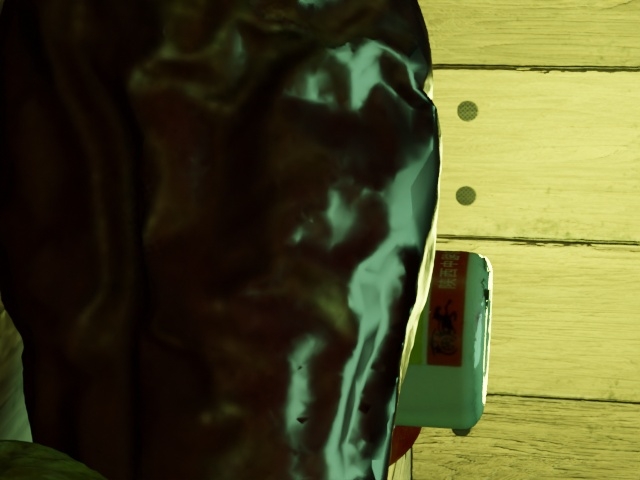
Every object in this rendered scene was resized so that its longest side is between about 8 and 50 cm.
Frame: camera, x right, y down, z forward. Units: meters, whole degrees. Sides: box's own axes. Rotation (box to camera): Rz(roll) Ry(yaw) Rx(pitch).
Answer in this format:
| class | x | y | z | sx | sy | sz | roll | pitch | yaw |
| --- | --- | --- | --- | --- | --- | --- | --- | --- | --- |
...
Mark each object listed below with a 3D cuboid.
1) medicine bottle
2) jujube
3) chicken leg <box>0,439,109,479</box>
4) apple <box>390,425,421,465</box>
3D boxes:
| class | x | y | z | sx | sy | sz | roll | pitch | yaw |
| --- | --- | --- | --- | --- | --- | --- | --- | --- | --- |
| medicine bottle | 0.019 | 0.073 | 0.949 | 0.139 | 0.226 | 0.139 | 2 | 90 | -80 |
| jujube | -0.049 | -0.004 | 0.548 | 0.216 | 0.216 | 0.342 | 61 | 23 | -73 |
| chicken leg | -0.126 | 0.183 | 0.418 | 0.429 | 0.153 | 0.201 | 90 | 18 | -64 |
| apple | 0.031 | 0.165 | 1.268 | 0.139 | 0.164 | 0.163 | 93 | 5 | -50 |
